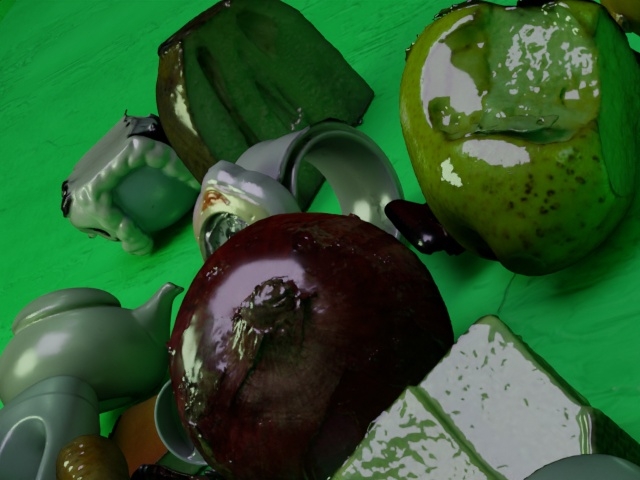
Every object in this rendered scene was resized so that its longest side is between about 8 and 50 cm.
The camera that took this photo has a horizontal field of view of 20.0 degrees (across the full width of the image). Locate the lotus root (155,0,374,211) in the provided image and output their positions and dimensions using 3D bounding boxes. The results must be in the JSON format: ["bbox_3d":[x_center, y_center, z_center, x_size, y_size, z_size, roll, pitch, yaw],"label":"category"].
[{"bbox_3d":[-0.107,-0.166,2.290,0.149,0.260,0.267,-17,35,50],"label":"lotus root"}]

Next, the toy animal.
[{"bbox_3d":[-0.254,-0.076,2.530,0.204,0.156,0.208,-46,15,3],"label":"toy animal"}]

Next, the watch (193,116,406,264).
[{"bbox_3d":[0.000,0.000,1.954,0.217,0.248,0.211,-29,8,-38],"label":"watch"}]

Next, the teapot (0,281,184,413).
[{"bbox_3d":[-0.306,0.146,2.214,0.220,0.149,0.318,-7,-13,-30],"label":"teapot"}]

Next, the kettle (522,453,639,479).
[{"bbox_3d":[0.245,0.240,1.167,0.221,0.161,0.236,-18,18,-17],"label":"kettle"}]

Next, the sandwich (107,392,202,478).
[{"bbox_3d":[-0.173,0.238,1.981,0.162,0.058,0.193,-30,28,31],"label":"sandwich"}]

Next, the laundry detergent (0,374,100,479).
[{"bbox_3d":[-0.336,0.351,1.949,0.264,0.125,0.397,-51,21,31],"label":"laundry detergent"}]

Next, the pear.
[{"bbox_3d":[0.171,-0.088,1.723,0.238,0.164,0.255,-5,58,26],"label":"pear"}]

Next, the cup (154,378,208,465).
[{"bbox_3d":[-0.086,0.160,1.859,0.136,0.099,0.133,-28,-2,19],"label":"cup"}]

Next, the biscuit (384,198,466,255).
[{"bbox_3d":[0.185,-0.063,1.871,0.235,0.063,0.151,-36,24,3],"label":"biscuit"}]

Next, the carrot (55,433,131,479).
[{"bbox_3d":[-0.205,0.277,1.787,0.078,0.078,0.298,-45,25,1],"label":"carrot"}]

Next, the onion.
[{"bbox_3d":[-0.011,0.106,1.683,0.276,0.276,0.276,-37,24,20],"label":"onion"}]

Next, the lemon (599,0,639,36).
[{"bbox_3d":[0.361,-0.284,1.811,0.173,0.173,0.206,-17,23,49],"label":"lemon"}]

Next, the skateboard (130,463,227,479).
[{"bbox_3d":[-0.133,0.259,1.867,0.151,0.080,0.067,5,88,44],"label":"skateboard"}]

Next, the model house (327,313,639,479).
[{"bbox_3d":[0.148,0.210,1.376,0.214,0.195,0.189,-46,42,-1],"label":"model house"}]
